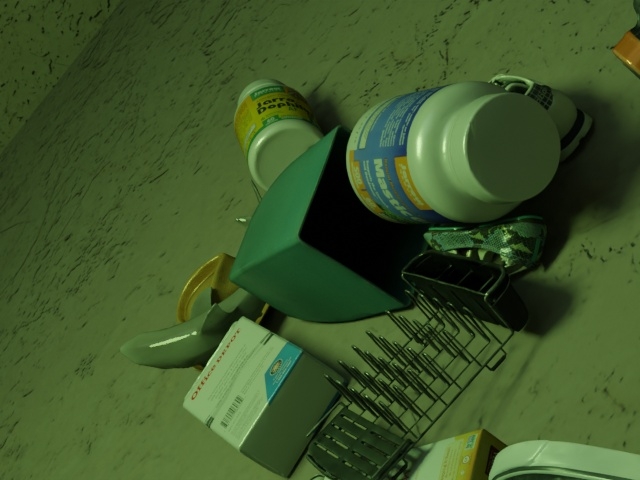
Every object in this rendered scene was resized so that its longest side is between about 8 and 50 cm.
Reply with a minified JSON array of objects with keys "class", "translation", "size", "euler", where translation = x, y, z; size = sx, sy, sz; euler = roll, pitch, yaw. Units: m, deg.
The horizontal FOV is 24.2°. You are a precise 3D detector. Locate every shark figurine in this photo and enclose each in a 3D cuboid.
[{"class":"shark figurine","translation":[-0.119,0.073,1.926],"size":[0.278,0.166,0.116],"euler":[-52,-19,-10]}]

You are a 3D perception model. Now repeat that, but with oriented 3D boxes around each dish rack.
[{"class":"dish rack","translation":[0.086,0.136,1.571],"size":[0.271,0.074,0.208],"euler":[-47,18,-11]}]

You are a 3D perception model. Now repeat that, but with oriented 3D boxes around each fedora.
[{"class":"fedora","translation":[-0.139,0.083,2.046],"size":[0.194,0.079,0.194],"euler":[-39,30,28]}]

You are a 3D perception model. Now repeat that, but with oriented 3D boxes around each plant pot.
[{"class":"plant pot","translation":[0.000,0.000,1.832],"size":[0.234,0.165,0.165],"euler":[-25,38,53]}]

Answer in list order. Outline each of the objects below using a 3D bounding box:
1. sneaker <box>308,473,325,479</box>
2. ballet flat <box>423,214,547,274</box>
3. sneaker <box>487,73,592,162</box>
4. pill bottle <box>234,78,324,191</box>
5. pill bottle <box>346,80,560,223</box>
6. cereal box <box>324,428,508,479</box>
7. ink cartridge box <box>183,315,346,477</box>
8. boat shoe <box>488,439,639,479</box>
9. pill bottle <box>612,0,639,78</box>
[{"class":"sneaker","translation":[-0.026,0.303,1.660],"size":[0.109,0.040,0.044],"euler":[-44,12,14]},{"class":"ballet flat","translation":[0.175,0.011,1.642],"size":[0.188,0.070,0.070],"euler":[-8,52,60]},{"class":"sneaker","translation":[0.215,-0.155,1.727],"size":[0.090,0.095,0.235],"euler":[-60,26,-8]},{"class":"pill bottle","translation":[-0.061,-0.156,2.153],"size":[0.117,0.117,0.208],"euler":[-48,27,14]},{"class":"pill bottle","translation":[0.144,-0.093,1.625],"size":[0.152,0.152,0.272],"euler":[-60,18,-10]},{"class":"cereal box","translation":[0.074,0.292,1.487],"size":[0.240,0.047,0.173],"euler":[-25,37,45]},{"class":"ink cartridge box","translation":[-0.071,0.186,1.812],"size":[0.139,0.082,0.191],"euler":[-57,25,-6]},{"class":"boat shoe","translation":[0.242,0.237,1.225],"size":[0.301,0.108,0.102],"euler":[0,57,50]},{"class":"pill bottle","translation":[0.404,-0.253,1.491],"size":[0.245,0.130,0.130],"euler":[-50,27,11]}]
